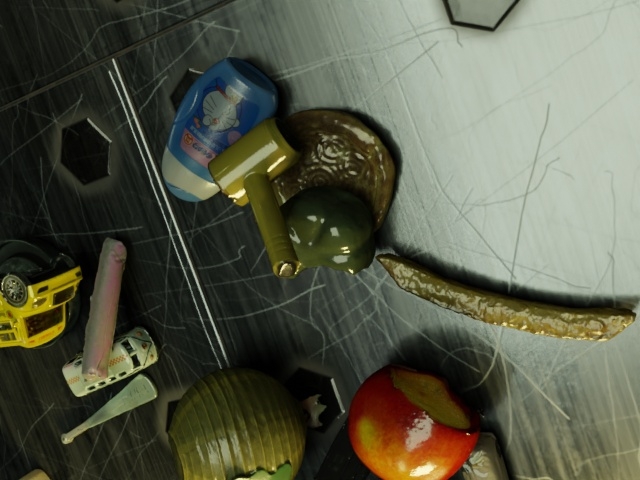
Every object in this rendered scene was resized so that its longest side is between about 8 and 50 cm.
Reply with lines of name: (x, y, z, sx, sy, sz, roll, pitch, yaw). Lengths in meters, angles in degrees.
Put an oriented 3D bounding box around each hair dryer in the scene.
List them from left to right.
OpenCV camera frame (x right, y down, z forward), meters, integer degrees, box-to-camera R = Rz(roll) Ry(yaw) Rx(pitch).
hair dryer: (-0.076, -0.062, 1.418, 0.135, 0.090, 0.279, -35, 48, 15)

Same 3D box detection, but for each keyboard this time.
keyboard: (0.044, 0.404, 1.647, 0.087, 0.017, 0.251, 30, 115, 13)

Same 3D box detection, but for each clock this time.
clock: (-0.576, 0.102, 1.831, 0.225, 0.049, 0.226, 7, 108, 23)

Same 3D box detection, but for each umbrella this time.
umbrella: (0.300, 0.481, 1.520, 0.067, 0.073, 0.338, -10, 101, 48)

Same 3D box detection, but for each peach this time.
peach: (0.151, 0.285, 1.459, 0.190, 0.196, 0.226, 53, 143, -6)

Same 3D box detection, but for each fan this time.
fan: (-0.431, 0.341, 1.846, 0.282, 0.023, 0.057, -31, 91, 27)

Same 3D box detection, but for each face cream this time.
face cream: (-0.182, -0.177, 1.552, 0.149, 0.083, 0.264, 38, 117, 4)

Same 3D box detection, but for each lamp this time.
lamp: (-0.122, 0.333, 1.602, 0.250, 0.284, 0.250, 53, 153, 43)

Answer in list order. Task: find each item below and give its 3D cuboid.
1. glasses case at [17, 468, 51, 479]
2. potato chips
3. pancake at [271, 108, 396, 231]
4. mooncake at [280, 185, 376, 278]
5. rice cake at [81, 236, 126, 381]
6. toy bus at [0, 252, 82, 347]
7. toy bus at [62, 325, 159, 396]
glasses case: (-0.687, 0.635, 2.012, 0.336, 0.076, 0.144, -40, 86, 28)
potato chips: (0.276, 0.096, 1.432, 0.406, 0.057, 0.080, 14, 110, 21)
pancake: (0.005, -0.100, 1.517, 0.250, 0.031, 0.250, 9, 112, 24)
mooncake: (0.000, 0.000, 1.480, 0.168, 0.104, 0.175, 45, 126, -6)
rice cake: (-0.401, 0.129, 1.703, 0.055, 0.049, 0.270, 7, 79, 7)
toy bus: (-0.599, 0.127, 1.741, 0.330, 0.144, 0.152, -8, 101, 28)
toy bus: (-0.405, 0.235, 1.766, 0.193, 0.089, 0.087, -24, 93, 27)
